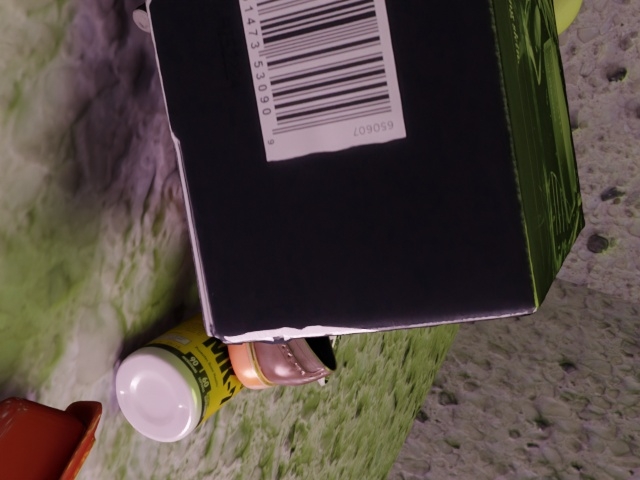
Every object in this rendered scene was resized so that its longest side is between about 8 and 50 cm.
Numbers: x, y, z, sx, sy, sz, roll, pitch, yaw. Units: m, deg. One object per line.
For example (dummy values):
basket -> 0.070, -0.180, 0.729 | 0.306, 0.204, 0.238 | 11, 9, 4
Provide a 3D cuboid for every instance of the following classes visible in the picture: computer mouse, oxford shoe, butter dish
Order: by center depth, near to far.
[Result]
butter dish -> -0.287, 0.197, 0.689 | 0.160, 0.118, 0.160 | -19, -139, 60
oxford shoe -> -0.053, -0.001, 0.955 | 0.130, 0.132, 0.364 | -19, 100, -62
computer mouse -> 0.016, 0.206, 1.610 | 0.106, 0.042, 0.193 | 56, 50, -72

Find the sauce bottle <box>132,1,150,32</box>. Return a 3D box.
sauce bottle -> -0.140, -0.253, 0.764 | 0.128, 0.042, 0.042 | -56, 156, -31

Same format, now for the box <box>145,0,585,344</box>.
box -> 0.079, -0.192, 0.795 | 0.471, 0.297, 0.480 | -23, 104, -67

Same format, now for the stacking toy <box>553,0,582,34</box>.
stacking toy -> 0.188, -0.320, 1.307 | 0.351, 0.350, 0.480 | -58, 174, -32

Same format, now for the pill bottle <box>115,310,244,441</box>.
pill bottle -> -0.154, 0.159, 0.990 | 0.208, 0.119, 0.119 | -32, 138, -61
